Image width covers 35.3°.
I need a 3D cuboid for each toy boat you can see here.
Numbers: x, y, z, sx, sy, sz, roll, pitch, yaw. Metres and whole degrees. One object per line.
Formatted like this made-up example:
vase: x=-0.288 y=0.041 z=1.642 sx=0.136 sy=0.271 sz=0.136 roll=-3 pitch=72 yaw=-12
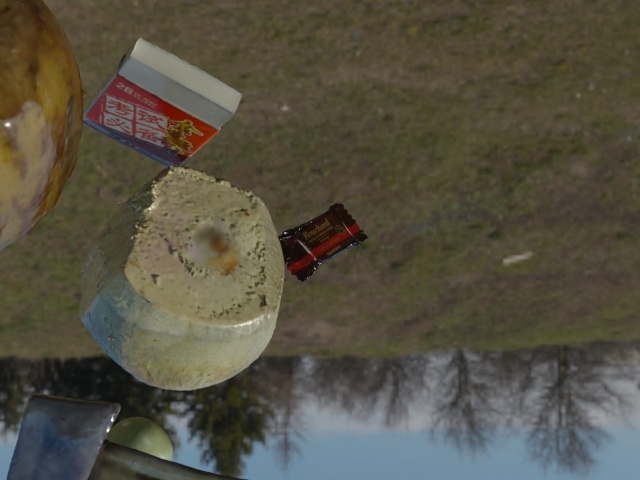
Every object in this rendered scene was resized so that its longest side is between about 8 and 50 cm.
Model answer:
toy boat: x=-0.135 y=0.235 z=0.795 sx=0.293 sy=0.111 sz=0.276 roll=30 pitch=131 yaw=-18

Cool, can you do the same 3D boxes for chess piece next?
chess piece: x=-0.318 y=0.358 z=1.435 sx=0.251 sy=0.144 sz=0.144 roll=-44 pitch=-161 yaw=-26

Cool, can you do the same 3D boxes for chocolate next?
chocolate: x=0.000 y=0.000 z=1.571 sx=0.182 sy=0.086 sz=0.028 roll=-34 pitch=170 yaw=-47

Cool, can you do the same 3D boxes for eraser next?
eraser: x=-0.222 y=-0.180 z=1.375 sx=0.157 sy=0.038 sz=0.230 roll=28 pitch=153 yaw=-20

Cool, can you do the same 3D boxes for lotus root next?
lotus root: x=-0.345 y=-0.115 z=0.790 sx=0.316 sy=0.316 sz=0.250 roll=0 pitch=153 yaw=-20

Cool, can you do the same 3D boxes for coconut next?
coconut: x=-0.197 y=0.068 z=1.436 sx=0.297 sy=0.297 sz=0.254 roll=1 pitch=154 yaw=-24
